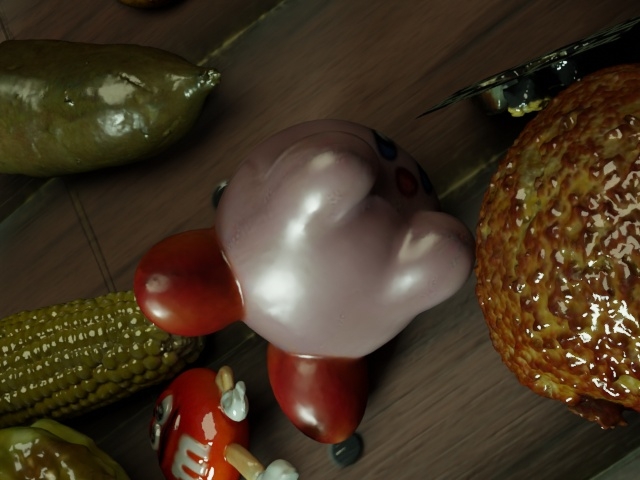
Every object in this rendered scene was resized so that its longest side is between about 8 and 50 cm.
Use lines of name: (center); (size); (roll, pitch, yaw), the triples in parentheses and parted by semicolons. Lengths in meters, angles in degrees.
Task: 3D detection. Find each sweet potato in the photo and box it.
sweet potato: (-0.261, -0.146, 1.837); (0.370, 0.158, 0.158); (3, 72, 25)

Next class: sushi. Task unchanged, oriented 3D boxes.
sushi: (0.210, -0.149, 1.553); (0.210, 0.193, 0.040); (-21, 97, 25)

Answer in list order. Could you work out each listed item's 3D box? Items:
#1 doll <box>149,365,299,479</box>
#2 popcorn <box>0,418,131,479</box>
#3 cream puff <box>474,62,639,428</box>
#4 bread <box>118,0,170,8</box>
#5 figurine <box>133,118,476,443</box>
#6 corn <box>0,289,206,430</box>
doll: (-0.106, 0.201, 1.609); (0.217, 0.085, 0.183); (57, 133, 40)
popcorn: (-0.328, 0.313, 1.598); (0.326, 0.290, 0.321); (-31, 37, -10)
cream puff: (0.276, -0.008, 1.398); (0.350, 0.229, 0.350); (-13, 65, 29)
bread: (-0.188, -0.358, 1.927); (0.193, 0.064, 0.193); (-8, 72, 26)
figurine: (-0.005, 0.003, 1.569); (0.261, 0.270, 0.211); (-47, 21, 19)
corn: (-0.282, 0.131, 1.742); (0.347, 0.130, 0.130); (-17, 62, 20)
